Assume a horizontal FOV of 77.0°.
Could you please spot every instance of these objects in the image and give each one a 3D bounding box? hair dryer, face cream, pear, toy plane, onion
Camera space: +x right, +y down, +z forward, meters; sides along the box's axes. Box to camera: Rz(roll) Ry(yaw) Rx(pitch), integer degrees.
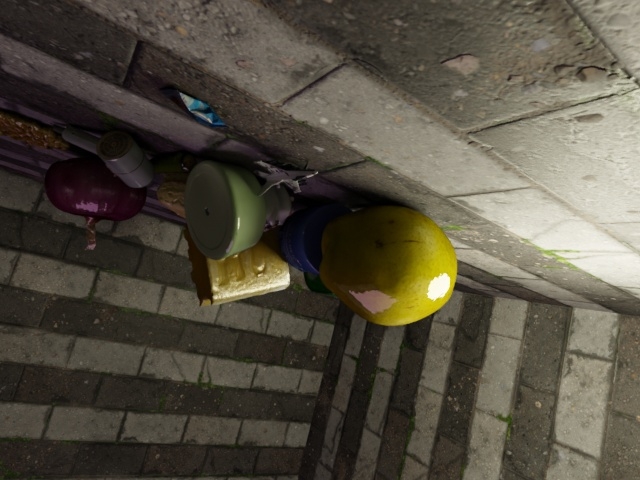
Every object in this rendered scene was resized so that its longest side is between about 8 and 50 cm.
[{"bbox_3d":[-0.696,-0.293,1.250,0.357,0.108,0.173,25,159,12],"label":"hair dryer"},{"bbox_3d":[0.000,0.000,1.428,0.248,0.249,0.225,19,171,-26],"label":"face cream"},{"bbox_3d":[0.201,0.073,1.215,0.417,0.363,0.362,13,171,-4],"label":"pear"},{"bbox_3d":[-0.086,-0.177,1.067,0.234,0.083,0.160,-13,144,41],"label":"toy plane"},{"bbox_3d":[-0.869,-0.179,1.583,0.357,0.345,0.358,-18,168,-4],"label":"onion"}]

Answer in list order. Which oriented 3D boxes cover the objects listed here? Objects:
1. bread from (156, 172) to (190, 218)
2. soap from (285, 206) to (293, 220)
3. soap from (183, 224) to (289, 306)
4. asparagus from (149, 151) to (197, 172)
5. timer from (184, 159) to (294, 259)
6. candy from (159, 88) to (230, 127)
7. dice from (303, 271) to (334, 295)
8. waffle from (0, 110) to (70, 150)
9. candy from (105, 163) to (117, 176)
[{"bbox_3d":[-0.424,-0.137,1.541,0.236,0.165,0.375,10,169,12],"label":"bread"},{"bbox_3d":[-0.194,-0.111,1.646,0.118,0.067,0.198,17,171,-18],"label":"soap"},{"bbox_3d":[-0.293,0.063,1.442,0.334,0.294,0.156,-6,175,-40],"label":"soap"},{"bbox_3d":[-0.490,-0.248,1.302,0.277,0.060,0.067,7,-176,41],"label":"asparagus"},{"bbox_3d":[-0.221,-0.104,1.270,0.315,0.291,0.290,-10,-169,-44],"label":"timer"},{"bbox_3d":[-0.260,-0.274,0.835,0.136,0.038,0.088,31,176,-40],"label":"candy"},{"bbox_3d":[0.123,0.093,1.686,0.286,0.301,0.297,17,170,-37],"label":"dice"},{"bbox_3d":[-1.007,-0.372,1.373,0.290,0.051,0.291,13,171,2],"label":"waffle"},{"bbox_3d":[-0.686,-0.269,1.409,0.110,0.085,0.095,2,163,11],"label":"candy"}]
